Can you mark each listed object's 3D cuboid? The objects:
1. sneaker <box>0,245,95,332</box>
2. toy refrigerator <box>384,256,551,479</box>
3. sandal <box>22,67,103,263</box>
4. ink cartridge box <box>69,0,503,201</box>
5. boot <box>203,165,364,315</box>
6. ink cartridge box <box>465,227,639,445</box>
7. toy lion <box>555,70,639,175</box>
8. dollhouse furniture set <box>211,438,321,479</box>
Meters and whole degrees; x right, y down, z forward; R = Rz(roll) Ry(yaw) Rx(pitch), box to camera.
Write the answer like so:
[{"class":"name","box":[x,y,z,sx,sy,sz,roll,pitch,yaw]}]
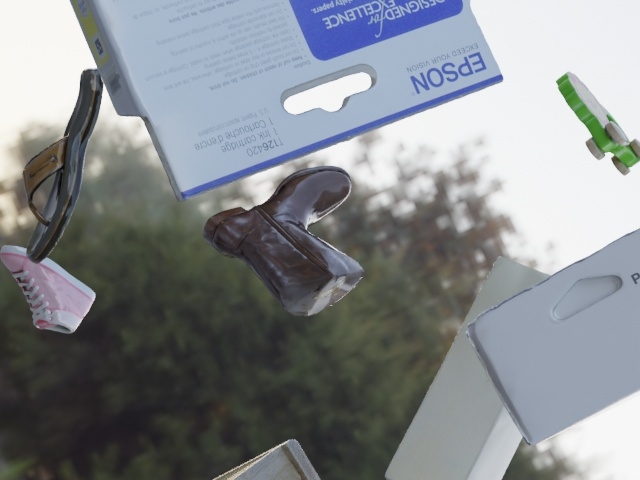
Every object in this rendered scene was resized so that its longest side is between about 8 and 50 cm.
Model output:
[{"class":"sneaker","box":[-0.335,0.063,2.062,0.134,0.070,0.051,37,-28,-30]},{"class":"toy refrigerator","box":[0.172,0.162,1.833,0.094,0.269,0.102,21,-16,26]},{"class":"sandal","box":[-0.284,-0.084,1.842,0.090,0.060,0.219,-161,-93,-73]},{"class":"ink cartridge box","box":[-0.047,-0.214,1.365,0.307,0.304,0.072,69,-23,1]},{"class":"boot","box":[0.000,0.000,1.014,0.114,0.106,0.037,32,-37,52]},{"class":"ink cartridge box","box":[0.205,0.053,1.135,0.092,0.158,0.218,63,17,11]},{"class":"toy lion","box":[0.260,-0.115,1.624,0.100,0.034,0.096,22,35,-56]},{"class":"dollhouse furniture set","box":[-0.033,0.279,1.108,0.212,0.161,0.242,-32,-91,40]}]
